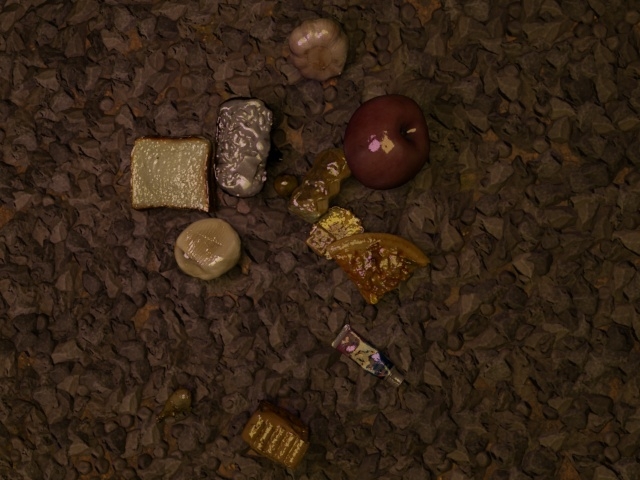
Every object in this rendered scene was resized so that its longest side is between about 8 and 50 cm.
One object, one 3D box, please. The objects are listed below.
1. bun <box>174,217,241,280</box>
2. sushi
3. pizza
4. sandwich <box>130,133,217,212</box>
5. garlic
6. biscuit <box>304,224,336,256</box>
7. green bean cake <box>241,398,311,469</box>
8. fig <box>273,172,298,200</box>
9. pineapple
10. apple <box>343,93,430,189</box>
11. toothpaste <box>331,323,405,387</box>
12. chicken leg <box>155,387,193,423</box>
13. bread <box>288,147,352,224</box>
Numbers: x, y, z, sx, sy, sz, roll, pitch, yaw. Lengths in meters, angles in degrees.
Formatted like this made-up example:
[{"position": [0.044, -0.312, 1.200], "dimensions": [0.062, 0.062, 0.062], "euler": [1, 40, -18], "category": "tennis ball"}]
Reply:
[{"position": [-0.381, 0.037, 1.920], "dimensions": [0.230, 0.145, 0.229], "euler": [-3, 59, 4], "category": "bun"}, {"position": [-0.240, -0.309, 1.875], "dimensions": [0.235, 0.207, 0.348], "euler": [9, 97, -7], "category": "sushi"}, {"position": [0.193, 0.050, 1.869], "dimensions": [0.258, 0.087, 0.268], "euler": [-39, 102, 0], "category": "pizza"}, {"position": [-0.509, -0.232, 1.936], "dimensions": [0.301, 0.099, 0.271], "euler": [2, 87, 11], "category": "sandwich"}, {"position": [-0.003, -0.665, 1.884], "dimensions": [0.219, 0.218, 0.212], "euler": [-4, 50, 5], "category": "garlic"}, {"position": [0.000, 0.000, 1.900], "dimensions": [0.081, 0.018, 0.083], "euler": [41, 90, 6], "category": "biscuit"}, {"position": [-0.143, 0.637, 1.860], "dimensions": [0.224, 0.229, 0.131], "euler": [31, 86, 1], "category": "green bean cake"}, {"position": [-0.121, -0.183, 1.928], "dimensions": [0.084, 0.082, 0.098], "euler": [-5, 111, -25], "category": "fig"}, {"position": [0.053, -0.023, 1.930], "dimensions": [0.221, 0.047, 0.221], "euler": [0, 87, 4], "category": "pineapple"}, {"position": [0.220, -0.313, 1.793], "dimensions": [0.306, 0.235, 0.305], "euler": [5, 81, -35], "category": "apple"}, {"position": [0.168, 0.405, 1.924], "dimensions": [0.266, 0.061, 0.096], "euler": [36, 94, 9], "category": "toothpaste"}, {"position": [-0.514, 0.591, 1.972], "dimensions": [0.178, 0.070, 0.093], "euler": [-39, 94, 11], "category": "chicken leg"}, {"position": [0.006, -0.194, 1.879], "dimensions": [0.152, 0.130, 0.267], "euler": [29, 83, 38], "category": "bread"}]
